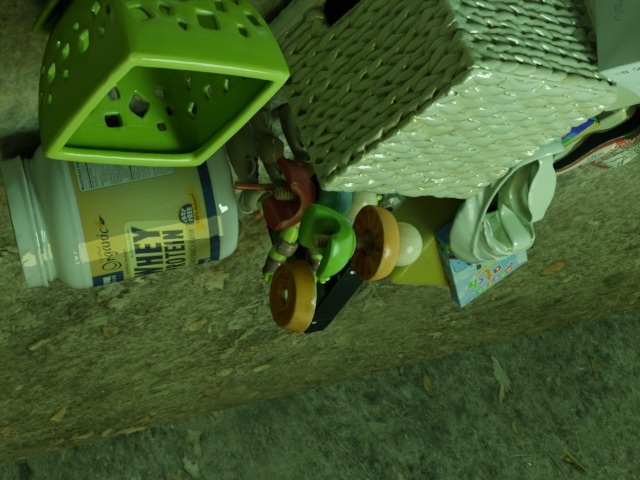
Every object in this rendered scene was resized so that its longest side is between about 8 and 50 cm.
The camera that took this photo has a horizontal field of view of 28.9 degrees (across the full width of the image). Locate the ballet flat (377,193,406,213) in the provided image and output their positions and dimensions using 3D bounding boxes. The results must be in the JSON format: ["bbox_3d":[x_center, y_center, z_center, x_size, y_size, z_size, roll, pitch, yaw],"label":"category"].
[{"bbox_3d":[0.086,-0.081,2.156,0.058,0.084,0.250,-47,-164,-2],"label":"ballet flat"}]

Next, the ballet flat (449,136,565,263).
[{"bbox_3d":[0.300,-0.056,1.997,0.139,0.139,0.400,-11,145,-16],"label":"ballet flat"}]

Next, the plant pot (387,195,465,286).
[{"bbox_3d":[0.209,-0.057,2.293,0.212,0.212,0.187,4,138,-44],"label":"plant pot"}]

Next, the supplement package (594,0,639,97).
[{"bbox_3d":[0.513,-0.280,1.659,0.175,0.177,0.293,-12,161,39],"label":"supplement package"}]

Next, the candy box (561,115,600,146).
[{"bbox_3d":[0.260,-0.194,2.063,0.317,0.122,0.268,4,149,-47],"label":"candy box"}]

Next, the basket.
[{"bbox_3d":[0.161,-0.238,1.668,0.331,0.266,0.328,1,153,-44],"label":"basket"}]

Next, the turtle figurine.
[{"bbox_3d":[-0.032,-0.038,1.883,0.269,0.087,0.217,-9,127,-33],"label":"turtle figurine"}]

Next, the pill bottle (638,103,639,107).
[{"bbox_3d":[0.655,-0.185,2.045,0.210,0.363,0.210,-15,160,-5],"label":"pill bottle"}]

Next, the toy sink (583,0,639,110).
[{"bbox_3d":[0.531,-0.318,1.910,0.234,0.153,0.131,-14,159,-5],"label":"toy sink"}]

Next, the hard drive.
[{"bbox_3d":[0.000,0.000,2.203,0.064,0.237,0.339,-8,157,-22],"label":"hard drive"}]

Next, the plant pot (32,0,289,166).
[{"bbox_3d":[-0.204,-0.232,1.475,0.227,0.207,0.228,2,154,-39],"label":"plant pot"}]

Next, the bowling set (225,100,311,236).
[{"bbox_3d":[-0.056,-0.123,1.954,0.200,0.154,0.287,-7,158,-23],"label":"bowling set"}]

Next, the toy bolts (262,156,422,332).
[{"bbox_3d":[0.023,0.003,1.726,0.158,0.228,0.218,3,131,-27],"label":"toy bolts"}]

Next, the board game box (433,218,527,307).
[{"bbox_3d":[0.293,0.012,2.249,0.160,0.039,0.211,-35,144,-9],"label":"board game box"}]

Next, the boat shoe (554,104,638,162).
[{"bbox_3d":[0.437,-0.220,2.217,0.095,0.095,0.257,38,131,-23],"label":"boat shoe"}]

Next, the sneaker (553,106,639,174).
[{"bbox_3d":[0.491,-0.165,2.367,0.270,0.090,0.145,-23,157,9],"label":"sneaker"}]

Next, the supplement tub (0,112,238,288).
[{"bbox_3d":[-0.297,-0.054,1.840,0.316,0.228,0.228,-12,160,-12],"label":"supplement tub"}]
